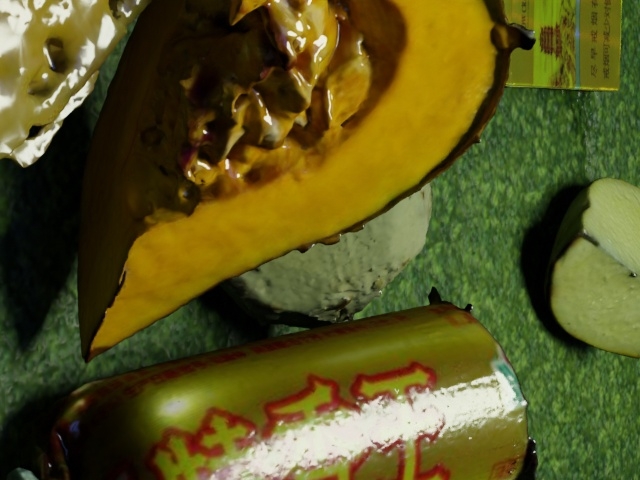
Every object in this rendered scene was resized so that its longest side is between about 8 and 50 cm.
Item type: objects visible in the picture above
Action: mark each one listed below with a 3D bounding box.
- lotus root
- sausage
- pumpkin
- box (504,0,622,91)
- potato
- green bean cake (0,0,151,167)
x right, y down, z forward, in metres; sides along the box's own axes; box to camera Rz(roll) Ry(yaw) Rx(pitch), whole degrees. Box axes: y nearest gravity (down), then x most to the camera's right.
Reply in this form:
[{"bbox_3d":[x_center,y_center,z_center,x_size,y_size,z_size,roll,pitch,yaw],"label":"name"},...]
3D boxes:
[{"bbox_3d":[0.003,0.002,1.041,0.143,0.070,0.144,-26,140,-6],"label":"lotus root"},{"bbox_3d":[-0.036,0.106,0.968,0.317,0.117,0.125,-8,70,-38],"label":"sausage"},{"bbox_3d":[-0.014,-0.065,0.916,0.163,0.111,0.278,8,128,-27],"label":"pumpkin"},{"bbox_3d":[0.167,-0.171,1.346,0.193,0.030,0.121,-4,95,-55],"label":"box"},{"bbox_3d":[0.209,0.007,1.407,0.149,0.081,0.120,33,33,-33],"label":"potato"},{"bbox_3d":[-0.167,-0.162,0.777,0.229,0.131,0.224,-58,137,-34],"label":"green bean cake"}]
